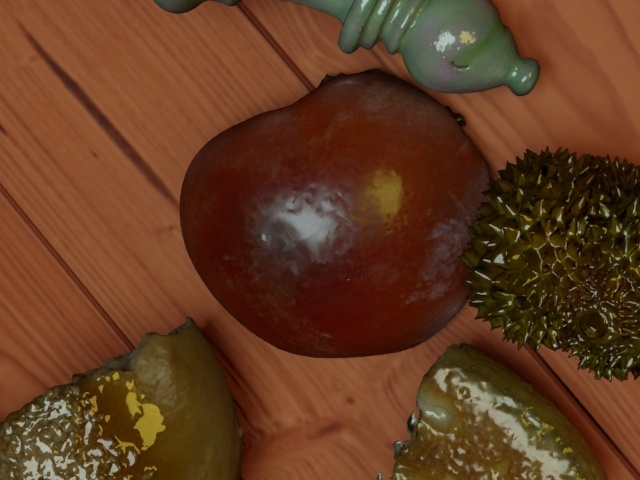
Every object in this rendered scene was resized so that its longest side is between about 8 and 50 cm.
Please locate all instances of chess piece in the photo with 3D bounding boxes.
[{"bbox_3d":[0.019,-0.166,0.921,0.272,0.139,0.139,27,111,1],"label":"chess piece"}]

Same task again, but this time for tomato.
[{"bbox_3d":[0.000,0.000,0.965,0.228,0.112,0.199,-29,93,28],"label":"tomato"}]

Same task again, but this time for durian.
[{"bbox_3d":[0.165,0.011,0.870,0.158,0.168,0.137,31,120,-7],"label":"durian"}]

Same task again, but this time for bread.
[{"bbox_3d":[-0.191,0.206,1.056,0.314,0.171,0.192,-26,88,26],"label":"bread"}]

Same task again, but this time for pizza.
[{"bbox_3d":[0.103,0.175,0.989,0.154,0.069,0.194,42,120,8],"label":"pizza"}]
